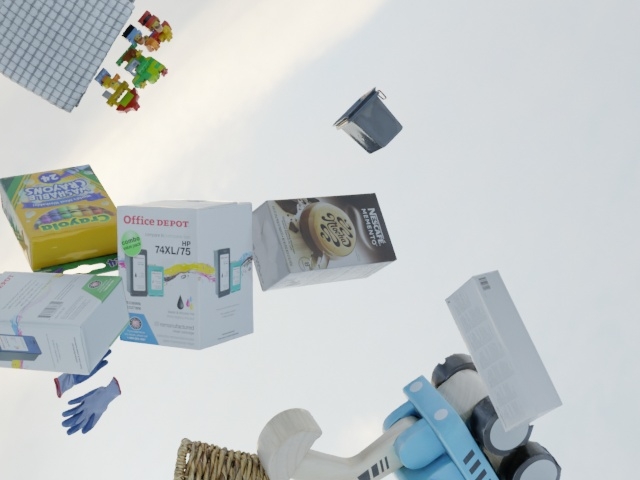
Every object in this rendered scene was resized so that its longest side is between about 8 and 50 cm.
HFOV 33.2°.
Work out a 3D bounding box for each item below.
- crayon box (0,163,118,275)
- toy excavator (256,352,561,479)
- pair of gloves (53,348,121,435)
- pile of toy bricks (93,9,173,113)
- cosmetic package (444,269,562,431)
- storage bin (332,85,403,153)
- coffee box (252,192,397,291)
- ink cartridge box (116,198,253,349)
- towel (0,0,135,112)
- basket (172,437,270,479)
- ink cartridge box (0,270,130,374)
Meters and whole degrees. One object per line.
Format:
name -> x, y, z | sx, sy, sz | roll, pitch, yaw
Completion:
crayon box -> -0.538, -0.041, 2.264 | 0.323, 0.203, 0.083 | 49, -37, 46
toy excavator -> 0.160, 0.397, 1.986 | 0.445, 0.433, 0.222 | -36, -150, -5
pair of gloves -> -0.462, 0.284, 2.122 | 0.023, 0.198, 0.159 | 14, -143, 30
pile of toy bricks -> -0.361, -0.359, 2.200 | 0.105, 0.118, 0.212 | 35, -98, 17
cosmetic package -> 0.292, 0.176, 1.720 | 0.099, 0.060, 0.239 | -47, -119, 53
storage bin -> 0.094, -0.216, 1.953 | 0.098, 0.091, 0.135 | -46, -172, -10
coffee box -> 0.000, 0.000, 2.305 | 0.119, 0.297, 0.168 | -35, -112, 48
ink cartridge box -> -0.263, 0.058, 2.110 | 0.198, 0.197, 0.270 | 3, -83, 29
towel -> -0.524, -0.430, 2.137 | 0.283, 0.235, 0.121 | -55, -170, 19
basket -> -0.216, 0.533, 1.969 | 0.213, 0.223, 0.299 | -31, -132, 57
ink cartridge box -> -0.424, 0.122, 1.652 | 0.212, 0.093, 0.154 | 3, -151, 15
